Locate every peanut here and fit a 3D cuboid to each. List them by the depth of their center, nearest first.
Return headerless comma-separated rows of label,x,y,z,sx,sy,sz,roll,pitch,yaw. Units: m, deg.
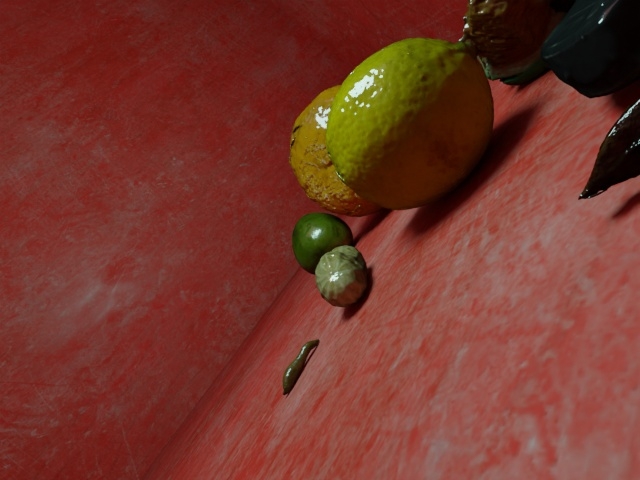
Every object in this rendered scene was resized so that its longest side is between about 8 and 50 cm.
peanut,0.038,0.059,0.746,0.194,0.093,0.083,-74,9,-75

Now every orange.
orange,0.095,-0.238,1.107,0.293,0.340,0.340,-40,-5,-42

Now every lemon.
lemon,0.134,-0.175,0.659,0.267,0.267,0.267,-51,4,4

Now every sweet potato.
sweet potato,-0.038,0.208,0.708,0.115,0.026,0.026,-55,5,-35

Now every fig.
fig,0.000,0.000,1.210,0.181,0.191,0.181,-32,-36,-27

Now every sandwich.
sandwich,0.327,-0.348,0.648,0.301,0.162,0.250,-10,-17,-46

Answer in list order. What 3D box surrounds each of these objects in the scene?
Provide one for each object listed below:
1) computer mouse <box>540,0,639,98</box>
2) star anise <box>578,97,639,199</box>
computer mouse,0.298,-0.231,0.310,0.269,0.100,0.170,-56,-4,22
star anise,0.226,-0.090,0.183,0.212,0.053,0.157,-49,4,16
